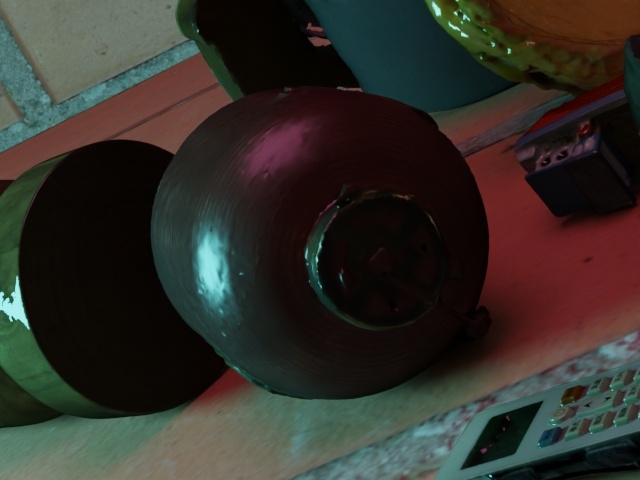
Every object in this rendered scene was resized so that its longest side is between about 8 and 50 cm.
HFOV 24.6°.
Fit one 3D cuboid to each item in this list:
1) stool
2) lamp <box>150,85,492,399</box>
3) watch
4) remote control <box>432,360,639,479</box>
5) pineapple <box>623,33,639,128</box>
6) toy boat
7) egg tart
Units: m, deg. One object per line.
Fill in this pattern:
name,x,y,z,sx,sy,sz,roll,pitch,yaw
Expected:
stool,-0.203,0.041,1.024,0.264,0.179,0.179,-13,21,47
lamp,0.000,0.000,0.837,0.180,0.180,0.258,-31,13,-10
watch,0.091,-0.244,1.365,0.327,0.314,0.335,8,53,48
remote control,0.125,0.078,0.609,0.166,0.029,0.065,-23,16,36
pineapple,0.257,-0.112,0.713,0.357,0.223,0.223,-52,23,-21
toy boat,0.194,-0.061,0.875,0.173,0.069,0.059,-20,37,33
egg tart,0.182,-0.214,1.113,0.294,0.294,0.123,-36,-18,-26
